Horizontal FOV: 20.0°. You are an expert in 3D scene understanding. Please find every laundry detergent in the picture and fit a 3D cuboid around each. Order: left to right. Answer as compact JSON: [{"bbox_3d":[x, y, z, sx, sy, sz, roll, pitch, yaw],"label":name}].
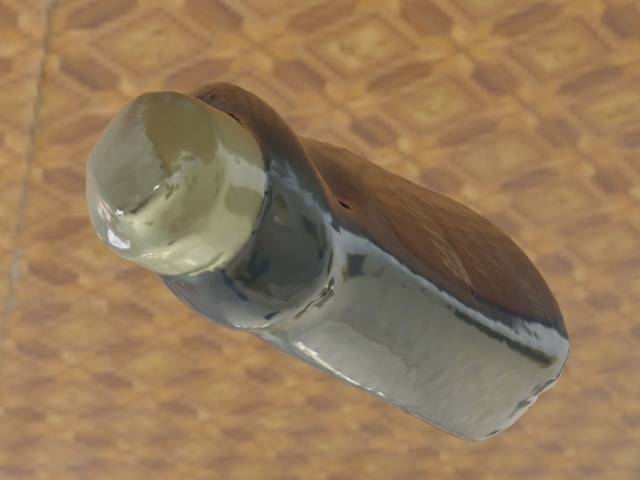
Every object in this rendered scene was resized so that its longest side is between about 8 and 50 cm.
[{"bbox_3d":[0.000,0.000,0.811,0.094,0.143,0.290,-41,146,15],"label":"laundry detergent"}]
